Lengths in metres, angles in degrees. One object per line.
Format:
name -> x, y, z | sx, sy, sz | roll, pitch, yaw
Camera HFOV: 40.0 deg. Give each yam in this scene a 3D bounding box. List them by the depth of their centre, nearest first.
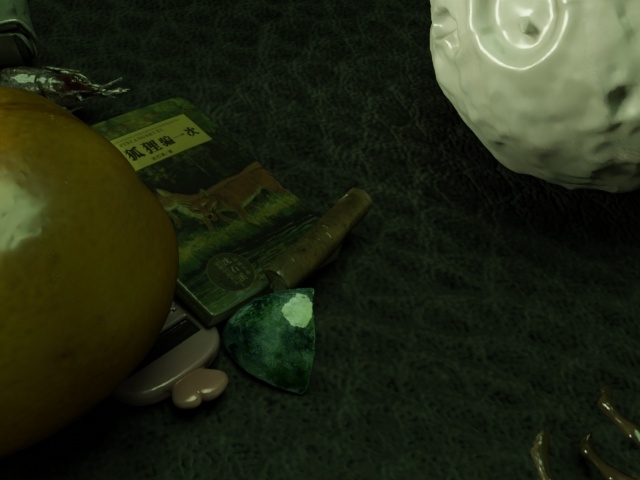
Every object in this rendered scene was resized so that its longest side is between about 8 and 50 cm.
yam -> 0.000, 0.000, 0.741 | 0.032, 0.032, 0.145 | 26, 42, 17

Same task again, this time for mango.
mango -> -0.284, 0.036, 0.576 | 0.378, 0.221, 0.264 | -21, 51, -10

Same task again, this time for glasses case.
glasses case -> -0.394, -0.276, 0.964 | 0.128, 0.083, 0.308 | -16, 50, -15

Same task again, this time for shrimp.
shrimp -> -0.272, -0.145, 0.868 | 0.165, 0.065, 0.057 | 4, 77, -11

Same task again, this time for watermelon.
watermelon -> -0.035, 0.076, 0.697 | 0.085, 0.085, 0.061 | 34, 10, 23

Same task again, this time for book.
book -> -0.111, -0.035, 0.771 | 0.228, 0.024, 0.160 | 43, 47, 21

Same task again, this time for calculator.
calculator -> -0.139, 0.077, 0.688 | 0.166, 0.024, 0.103 | 36, 51, 28

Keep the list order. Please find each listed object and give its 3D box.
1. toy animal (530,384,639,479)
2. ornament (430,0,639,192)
toy animal -> 0.252, 0.183, 0.591 | 0.214, 0.094, 0.186 | -20, 40, -41
ornament -> 0.260, -0.207, 0.810 | 0.337, 0.337, 0.337 | 4, 45, -4
